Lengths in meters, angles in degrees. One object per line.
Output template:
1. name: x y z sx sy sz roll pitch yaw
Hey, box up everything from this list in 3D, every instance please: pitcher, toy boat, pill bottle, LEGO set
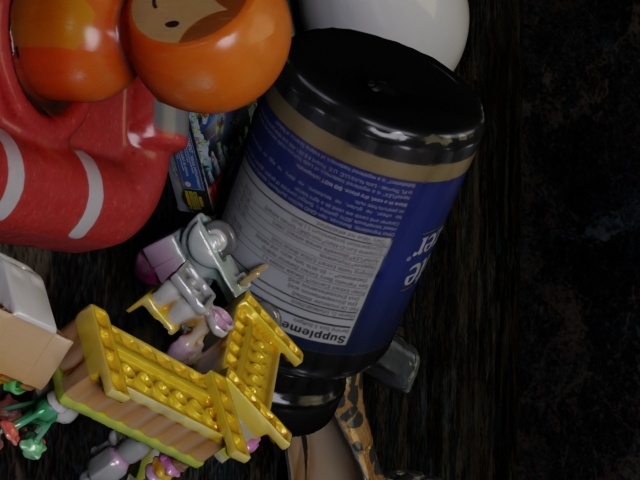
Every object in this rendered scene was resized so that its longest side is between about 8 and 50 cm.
1. pitcher: 0.025 -0.173 1.186 0.177 0.125 0.207 -63 147 -18
2. toy boat: -0.084 -0.075 0.579 0.231 0.151 0.151 12 78 -70
3. pill bottle: 0.000 0.000 0.909 0.123 0.123 0.219 -65 178 -61
4. LEGO set: -0.099 0.073 0.739 0.132 0.107 0.287 56 18 5

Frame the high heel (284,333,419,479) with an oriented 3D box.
1. high heel: -0.013 0.162 1.127 0.186 0.093 0.261 37 61 -52

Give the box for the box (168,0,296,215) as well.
1. box: -0.053 -0.093 0.943 0.094 0.027 0.137 79 30 -42

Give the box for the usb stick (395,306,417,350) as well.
1. usb stick: 0.042 0.075 1.386 0.278 0.045 0.077 30 54 -75

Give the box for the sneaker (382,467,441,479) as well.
1. sneaker: 0.066 0.300 1.436 0.275 0.107 0.110 -56 164 -59
